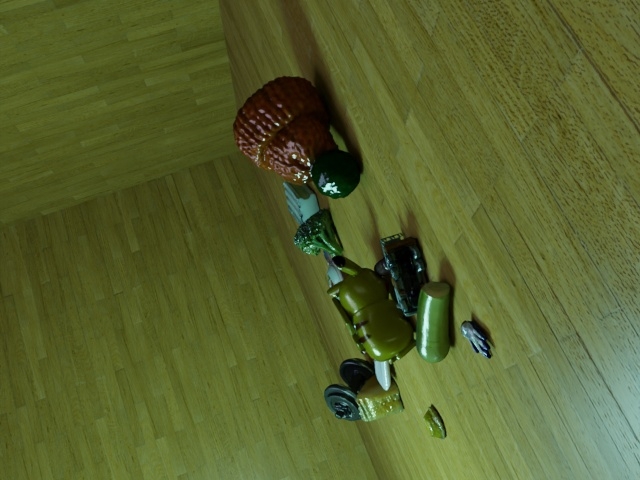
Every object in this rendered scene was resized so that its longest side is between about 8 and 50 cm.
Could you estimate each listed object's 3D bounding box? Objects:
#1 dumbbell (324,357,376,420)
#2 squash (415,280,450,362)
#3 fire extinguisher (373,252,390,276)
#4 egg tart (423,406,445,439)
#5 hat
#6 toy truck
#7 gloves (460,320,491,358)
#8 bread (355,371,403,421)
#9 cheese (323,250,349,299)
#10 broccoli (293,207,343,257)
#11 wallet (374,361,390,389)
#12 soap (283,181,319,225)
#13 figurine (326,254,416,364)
[{"bbox_3d":[0.131,0.593,2.313,0.192,0.290,0.192,18,134,20],"label":"dumbbell"},{"bbox_3d":[0.256,0.185,1.308,0.083,0.083,0.250,-120,17,-47],"label":"squash"},{"bbox_3d":[0.179,0.059,1.570,0.157,0.045,0.078,116,143,-78],"label":"fire extinguisher"},{"bbox_3d":[0.332,0.541,1.705,0.105,0.039,0.105,158,90,-79],"label":"egg tart"},{"bbox_3d":[-0.045,-0.256,1.669,0.400,0.285,0.285,52,166,15],"label":"hat"},{"bbox_3d":[0.201,0.080,1.384,0.115,0.080,0.178,-127,20,-75],"label":"toy truck"},{"bbox_3d":[0.314,0.200,1.159,0.086,0.026,0.064,48,158,54],"label":"gloves"},{"bbox_3d":[0.214,0.576,2.164,0.160,0.169,0.140,-87,-21,-76],"label":"bread"},{"bbox_3d":[0.062,0.131,2.266,0.189,0.074,0.286,86,163,-53],"label":"cheese"},{"bbox_3d":[0.000,0.000,2.166,0.220,0.194,0.194,-49,58,52],"label":"broccoli"},{"bbox_3d":[0.219,0.432,2.066,0.124,0.031,0.183,-138,39,-72],"label":"wallet"},{"bbox_3d":[-0.075,-0.158,2.413,0.261,0.094,0.150,-126,24,-62],"label":"soap"},{"bbox_3d":[0.140,0.204,1.672,0.327,0.169,0.218,64,160,17],"label":"figurine"}]
